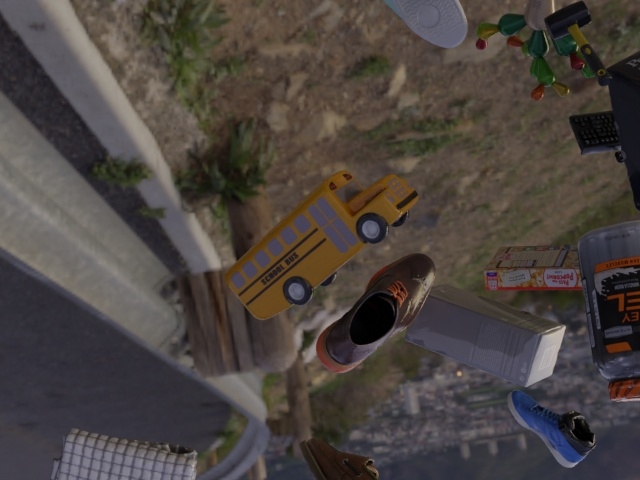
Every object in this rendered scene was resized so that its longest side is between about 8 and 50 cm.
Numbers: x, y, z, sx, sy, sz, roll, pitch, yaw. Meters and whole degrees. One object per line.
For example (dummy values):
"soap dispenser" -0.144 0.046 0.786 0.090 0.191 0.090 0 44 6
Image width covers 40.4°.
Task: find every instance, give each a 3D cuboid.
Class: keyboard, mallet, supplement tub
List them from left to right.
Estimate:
"mallet" 0.353 -0.265 1.198 0.062 0.190 0.039 -19 131 20
"keyboard" 0.539 -0.189 1.553 0.180 0.108 0.023 -9 159 -14
"supplement tub" 0.358 0.081 0.977 0.117 0.190 0.117 -4 165 -1

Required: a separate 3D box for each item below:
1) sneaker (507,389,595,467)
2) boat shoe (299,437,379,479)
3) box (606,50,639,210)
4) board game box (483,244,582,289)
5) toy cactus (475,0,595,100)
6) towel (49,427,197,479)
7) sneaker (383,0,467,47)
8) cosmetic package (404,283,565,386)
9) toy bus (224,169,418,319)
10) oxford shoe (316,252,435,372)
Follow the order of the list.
"sneaker" 0.377 0.287 1.406 0.058 0.152 0.085 -23 155 -42
"boat shoe" 0.055 0.420 1.477 0.104 0.111 0.307 -27 -155 -11
"box" 0.745 -0.155 1.192 0.479 0.472 0.297 -27 120 -2
"board game box" 0.430 0.051 1.692 0.193 0.045 0.147 -1 -163 26
"toy cactus" 0.341 -0.327 1.398 0.112 0.219 0.180 -40 147 -20
"towel" -0.332 0.460 1.435 0.235 0.284 0.121 10 179 3
"sneaker" 0.163 -0.433 1.510 0.094 0.256 0.151 -48 174 19
"cosmetic package" 0.280 0.158 1.495 0.238 0.107 0.127 21 -165 31
"toy bus" 0.000 0.000 1.410 0.332 0.130 0.108 -41 176 31
"oxford shoe" 0.109 0.101 1.346 0.271 0.097 0.098 -44 180 -35
